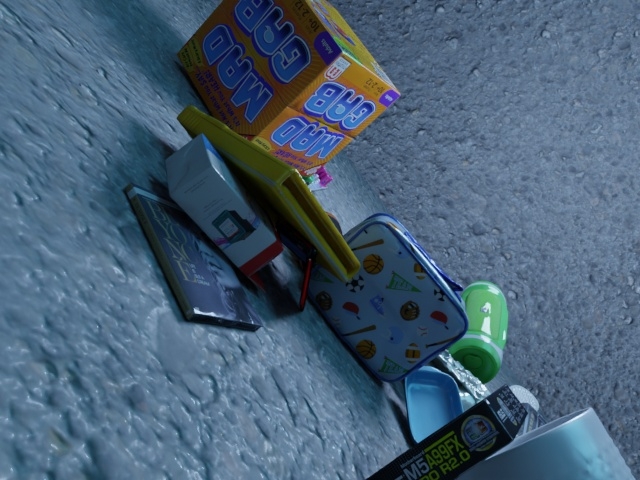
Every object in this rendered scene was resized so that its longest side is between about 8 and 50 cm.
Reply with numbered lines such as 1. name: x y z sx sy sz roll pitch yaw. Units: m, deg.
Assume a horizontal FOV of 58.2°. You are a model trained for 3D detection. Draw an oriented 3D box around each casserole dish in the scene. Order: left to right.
1. casserole dish: 0.215 0.329 1.099 0.114 0.037 0.189 8 42 -8

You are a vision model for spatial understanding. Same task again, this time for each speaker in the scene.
1. speaker: 0.382 0.215 1.392 0.131 0.131 0.296 49 31 -8

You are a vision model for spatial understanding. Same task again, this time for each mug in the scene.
1. mug: 0.423 0.517 1.019 0.374 0.276 0.328 96 -29 -65

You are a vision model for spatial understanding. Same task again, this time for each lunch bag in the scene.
1. lunch bag: 0.137 0.111 1.124 0.303 0.243 0.115 49 13 -3

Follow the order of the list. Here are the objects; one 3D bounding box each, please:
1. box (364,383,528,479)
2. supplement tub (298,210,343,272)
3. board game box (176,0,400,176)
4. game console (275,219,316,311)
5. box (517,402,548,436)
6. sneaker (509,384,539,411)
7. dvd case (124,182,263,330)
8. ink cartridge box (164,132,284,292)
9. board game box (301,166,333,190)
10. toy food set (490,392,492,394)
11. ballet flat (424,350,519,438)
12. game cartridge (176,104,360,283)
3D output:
1. box: 0.187 0.300 0.833 0.060 0.216 0.270 55 14 21
2. supplement tub: 0.000 0.000 1.272 0.106 0.106 0.198 46 14 -21
3. board game box: -0.079 -0.439 1.526 0.356 0.356 0.356 58 23 19
4. game console: -0.051 0.046 0.987 0.124 0.085 0.144 41 -10 7
5. box: 0.488 0.525 1.332 0.183 0.056 0.231 44 49 -22
6. sneaker: 0.420 0.457 1.445 0.321 0.128 0.126 4 38 -39
7. dvd case: -0.174 0.025 0.806 0.221 0.018 0.164 57 14 26
8. ink cartridge box: -0.137 -0.039 0.901 0.231 0.078 0.134 52 5 -35
9. board game box: -0.120 -0.330 1.896 0.390 0.050 0.390 51 13 2
10. toy food set: 0.353 0.367 1.316 0.217 0.071 0.128 22 21 8
11. ballet flat: 0.240 0.307 1.231 0.409 0.147 0.147 50 12 20
12. game cartridge: -0.091 -0.085 1.015 0.323 0.052 0.285 39 -10 41
